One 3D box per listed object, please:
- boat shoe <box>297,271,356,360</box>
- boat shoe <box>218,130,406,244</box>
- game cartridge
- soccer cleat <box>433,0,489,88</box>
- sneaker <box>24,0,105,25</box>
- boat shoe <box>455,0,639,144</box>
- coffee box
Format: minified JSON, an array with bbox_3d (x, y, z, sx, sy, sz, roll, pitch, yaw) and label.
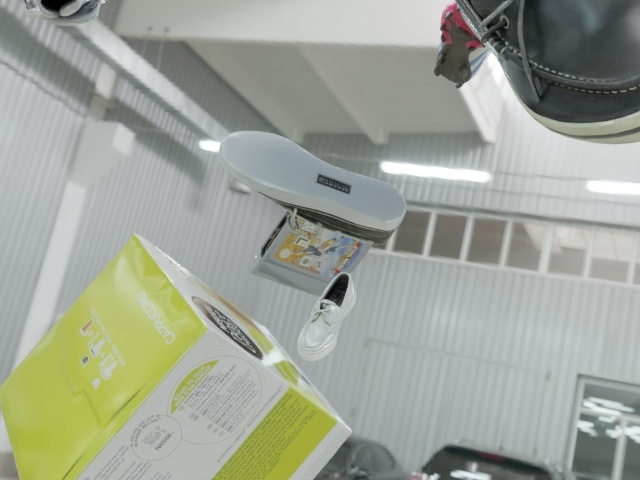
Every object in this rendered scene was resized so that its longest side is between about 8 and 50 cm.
[{"bbox_3d":[0.013,0.126,1.439,0.066,0.184,0.063,16,-46,26],"label":"boat shoe"},{"bbox_3d":[-0.021,-0.075,1.334,0.306,0.113,0.105,17,-39,-8],"label":"boat shoe"},{"bbox_3d":[0.000,0.000,1.791,0.198,0.062,0.297,23,-51,-18],"label":"game cartridge"},{"bbox_3d":[0.300,-0.424,1.649,0.116,0.143,0.331,32,-12,4],"label":"soccer cleat"},{"bbox_3d":[-0.437,-0.537,1.717,0.365,0.137,0.210,-22,30,-2],"label":"sneaker"},{"bbox_3d":[0.245,-0.253,0.891,0.156,0.187,0.500,44,14,-32],"label":"boat shoe"},{"bbox_3d":[-0.228,0.256,1.276,0.334,0.338,0.337,43,-2,-36],"label":"coffee box"}]
